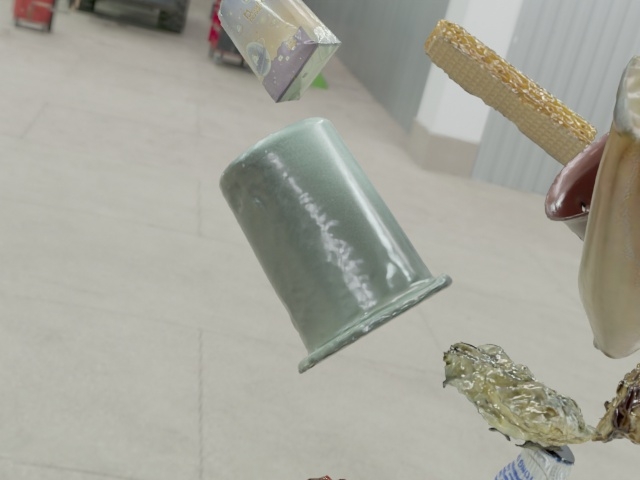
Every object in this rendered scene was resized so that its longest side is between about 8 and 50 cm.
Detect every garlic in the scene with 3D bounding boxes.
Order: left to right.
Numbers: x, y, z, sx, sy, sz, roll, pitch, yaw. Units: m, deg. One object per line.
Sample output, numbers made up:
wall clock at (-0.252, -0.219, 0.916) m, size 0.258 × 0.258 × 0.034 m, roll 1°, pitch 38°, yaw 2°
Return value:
garlic at (0.275, -0.022, 0.843) m, size 0.112 × 0.318 × 0.143 m, roll 10°, pitch 51°, yaw 27°

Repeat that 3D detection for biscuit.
biscuit at (0.355, -0.273, 1.827) m, size 0.378 × 0.054 × 0.094 m, roll 38°, pitch -24°, yaw 3°

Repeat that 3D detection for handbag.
handbag at (-0.067, -0.280, 1.309) m, size 0.095 × 0.117 × 0.173 m, roll -12°, pitch 59°, yaw -52°

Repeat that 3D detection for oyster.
oyster at (0.254, 0.197, 1.277) m, size 0.133 × 0.072 × 0.209 m, roll -17°, pitch 56°, yaw -36°

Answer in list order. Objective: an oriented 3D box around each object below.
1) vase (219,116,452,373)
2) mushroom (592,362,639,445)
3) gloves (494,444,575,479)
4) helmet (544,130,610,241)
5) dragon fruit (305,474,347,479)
vase at (0.000, 0.000, 1.320) m, size 0.291 × 0.245 × 0.245 m, roll 57°, pitch 26°, yaw 5°
mushroom at (0.758, 0.348, 1.810) m, size 0.356 × 0.331 × 0.334 m, roll 25°, pitch 13°, yaw -39°
gloves at (0.268, 0.360, 1.339) m, size 0.097 × 0.229 × 0.119 m, roll 10°, pitch 24°, yaw -15°
helmet at (0.498, -0.071, 1.244) m, size 0.230 × 0.385 × 0.337 m, roll 52°, pitch -24°, yaw -6°
dragon fruit at (-0.034, 0.365, 1.222) m, size 0.092 × 0.192 × 0.122 m, roll 59°, pitch 9°, yaw 20°
